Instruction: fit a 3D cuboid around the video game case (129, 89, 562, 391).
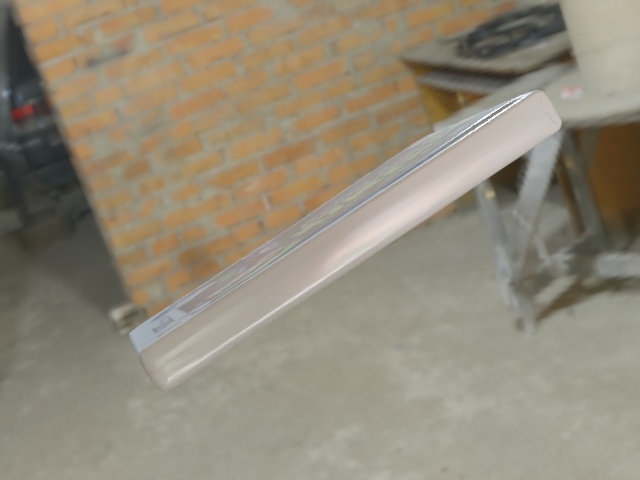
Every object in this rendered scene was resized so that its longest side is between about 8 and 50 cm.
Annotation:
[{"bbox_3d":[0.000,0.000,0.594,0.190,0.022,0.173,-33,4,-9],"label":"video game case"}]
